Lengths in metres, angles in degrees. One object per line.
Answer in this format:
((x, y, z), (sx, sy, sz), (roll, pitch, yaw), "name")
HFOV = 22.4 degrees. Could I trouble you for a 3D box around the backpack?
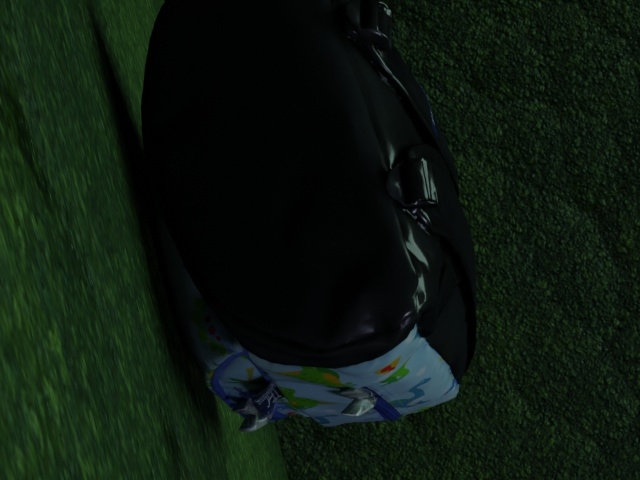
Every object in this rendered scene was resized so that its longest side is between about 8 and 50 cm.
((0.000, 0.000, 1.134), (0.355, 0.273, 0.290), (27, 43, -63), "backpack")
